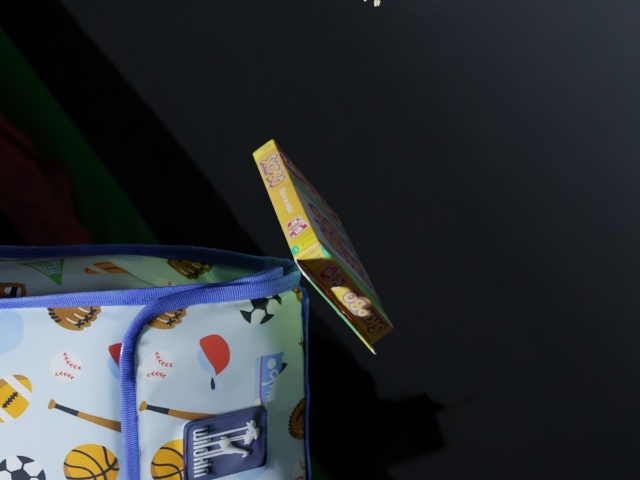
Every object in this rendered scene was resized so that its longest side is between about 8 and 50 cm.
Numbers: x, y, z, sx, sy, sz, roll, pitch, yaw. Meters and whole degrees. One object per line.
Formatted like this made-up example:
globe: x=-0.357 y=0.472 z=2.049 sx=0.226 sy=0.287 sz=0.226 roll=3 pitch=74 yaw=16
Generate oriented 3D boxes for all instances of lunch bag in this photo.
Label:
lunch bag: x=-0.202 y=0.176 z=1.046 sx=0.239 sy=0.386 sz=0.327 roll=-84 pitch=-6 yaw=-74

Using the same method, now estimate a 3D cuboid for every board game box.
board game box: x=0.000 y=0.000 z=1.008 sx=0.124 sy=0.039 sz=0.259 roll=49 pitch=-169 yaw=-30

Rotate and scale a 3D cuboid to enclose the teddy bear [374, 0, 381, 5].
teddy bear: x=0.014 y=-0.398 z=1.085 sx=0.245 sy=0.113 sz=0.338 roll=45 pitch=-152 yaw=-26
